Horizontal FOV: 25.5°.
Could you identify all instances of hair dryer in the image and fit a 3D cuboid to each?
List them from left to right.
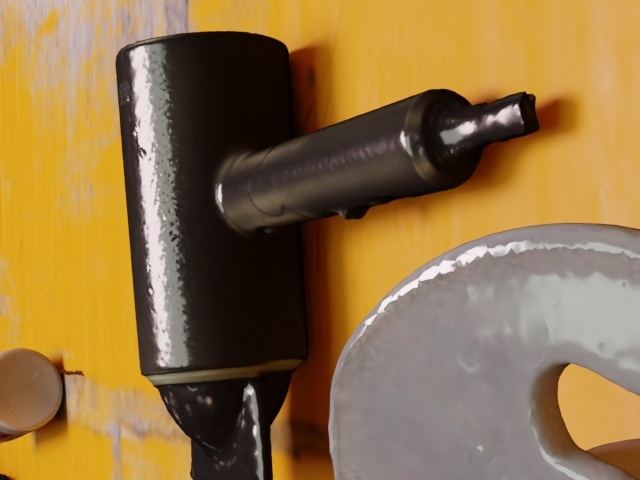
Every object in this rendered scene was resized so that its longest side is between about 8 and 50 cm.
[{"bbox_3d":[0.000,0.000,0.551,0.248,0.078,0.196,-15,79,57],"label":"hair dryer"}]

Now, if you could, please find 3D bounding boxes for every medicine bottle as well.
[{"bbox_3d":[-0.221,0.111,0.998,0.091,0.058,0.058,-29,65,61],"label":"medicine bottle"}]

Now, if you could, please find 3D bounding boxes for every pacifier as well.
[{"bbox_3d":[0.042,0.143,0.312,0.227,0.207,0.279,33,122,39],"label":"pacifier"}]

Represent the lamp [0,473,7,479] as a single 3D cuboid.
[{"bbox_3d":[-0.294,0.258,1.087,0.172,0.147,0.227,0,83,51],"label":"lamp"}]
